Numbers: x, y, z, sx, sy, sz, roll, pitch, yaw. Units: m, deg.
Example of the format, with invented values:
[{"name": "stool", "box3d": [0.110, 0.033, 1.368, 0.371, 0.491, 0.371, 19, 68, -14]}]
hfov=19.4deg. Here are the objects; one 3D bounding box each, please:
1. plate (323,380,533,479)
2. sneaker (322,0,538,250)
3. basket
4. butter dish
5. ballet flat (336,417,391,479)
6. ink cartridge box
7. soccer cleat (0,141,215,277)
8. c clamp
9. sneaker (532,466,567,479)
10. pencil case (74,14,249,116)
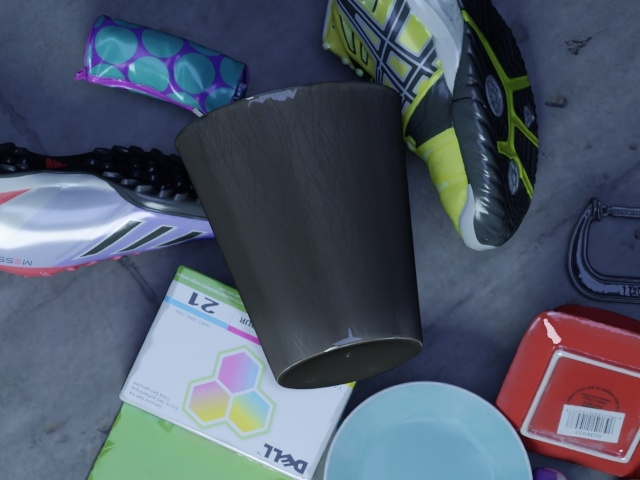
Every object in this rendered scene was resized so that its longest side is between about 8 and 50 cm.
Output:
[{"name": "plate", "box3d": [0.094, 0.218, 1.660, 0.188, 0.024, 0.188, 1, 75, -5]}, {"name": "sneaker", "box3d": [0.091, -0.173, 1.719, 0.147, 0.145, 0.384, -17, 88, 25]}, {"name": "basket", "box3d": [0.000, 0.000, 1.599, 0.204, 0.154, 0.227, -10, 71, -14]}, {"name": "butter dish", "box3d": [0.246, 0.116, 1.698, 0.160, 0.118, 0.160, 15, 124, -4]}, {"name": "ballet flat", "box3d": [0.043, 0.252, 1.693, 0.070, 0.070, 0.188, 5, 86, -3]}, {"name": "ink cartridge box", "box3d": [-0.094, 0.178, 1.673, 0.189, 0.097, 0.255, 25, 83, -1]}, {"name": "soccer cleat", "box3d": [-0.221, -0.019, 1.694, 0.318, 0.108, 0.116, 4, 114, -12]}, {"name": "c clamp", "box3d": [0.308, -0.006, 1.758, 0.161, 0.022, 0.137, -2, 90, -5]}, {"name": "sneaker", "box3d": [0.151, 0.309, 1.684, 0.104, 0.095, 0.236, 21, 84, 6]}, {"name": "pencil case", "box3d": [-0.142, -0.153, 1.717, 0.152, 0.064, 0.070, 19, 67, -1]}]
